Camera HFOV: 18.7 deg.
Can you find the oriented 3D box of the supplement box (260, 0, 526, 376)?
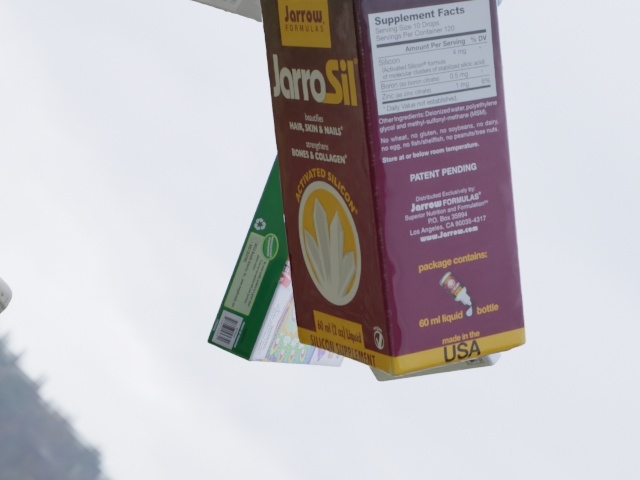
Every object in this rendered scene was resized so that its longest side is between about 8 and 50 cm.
[{"bbox_3d":[0.035,-0.038,0.963,0.104,0.081,0.188,13,-68,61],"label":"supplement box"}]

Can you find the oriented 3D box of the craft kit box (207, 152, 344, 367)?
[{"bbox_3d":[0.000,0.000,1.907,0.061,0.249,0.247,22,4,19],"label":"craft kit box"}]

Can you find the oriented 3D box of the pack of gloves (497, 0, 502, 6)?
[{"bbox_3d":[0.125,-0.280,1.307,0.046,0.232,0.195,10,-54,20],"label":"pack of gloves"}]

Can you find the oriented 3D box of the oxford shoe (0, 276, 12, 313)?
[{"bbox_3d":[-0.367,0.140,1.480,0.130,0.348,0.123,30,21,-30],"label":"oxford shoe"}]

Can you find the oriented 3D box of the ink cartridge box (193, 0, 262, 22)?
[{"bbox_3d":[-0.097,-0.230,1.114,0.225,0.056,0.181,13,-43,-24],"label":"ink cartridge box"}]

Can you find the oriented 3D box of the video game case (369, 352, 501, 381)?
[{"bbox_3d":[0.060,0.043,1.597,0.143,0.019,0.157,-13,-67,49],"label":"video game case"}]
